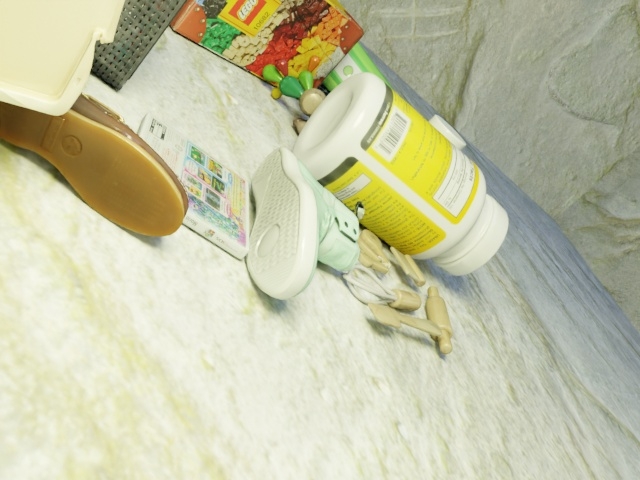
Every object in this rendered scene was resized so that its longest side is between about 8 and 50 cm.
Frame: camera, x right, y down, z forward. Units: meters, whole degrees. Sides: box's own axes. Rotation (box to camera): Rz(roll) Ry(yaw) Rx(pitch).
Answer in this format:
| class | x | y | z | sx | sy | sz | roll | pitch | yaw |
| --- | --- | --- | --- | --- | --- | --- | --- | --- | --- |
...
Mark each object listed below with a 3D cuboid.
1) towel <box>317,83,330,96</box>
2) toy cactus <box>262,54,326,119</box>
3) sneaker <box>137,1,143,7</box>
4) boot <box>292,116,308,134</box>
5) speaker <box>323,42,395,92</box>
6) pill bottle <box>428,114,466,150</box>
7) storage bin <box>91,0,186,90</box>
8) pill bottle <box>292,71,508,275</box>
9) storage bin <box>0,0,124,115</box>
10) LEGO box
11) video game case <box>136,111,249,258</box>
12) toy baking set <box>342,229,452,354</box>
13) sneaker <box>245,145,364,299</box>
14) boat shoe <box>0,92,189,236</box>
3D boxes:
| class | x | y | z | sx | sy | sz | roll | pitch | yaw |
| --- | --- | --- | --- | --- | --- | --- | --- | --- | --- |
| towel | -0.015 | -0.430 | 1.584 | 0.336 | 0.040 | 0.243 | 23 | 28 | -44 |
| toy cactus | -0.005 | -0.256 | 1.154 | 0.219 | 0.112 | 0.180 | 42 | 10 | -11 |
| sneaker | -0.333 | -0.442 | 0.938 | 0.292 | 0.110 | 0.118 | 32 | 12 | -42 |
| boot | 0.002 | -0.180 | 1.140 | 0.087 | 0.042 | 0.118 | 46 | 8 | 33 |
| speaker | 0.074 | -0.367 | 1.451 | 0.296 | 0.131 | 0.131 | 48 | 18 | -23 |
| pill bottle | 0.180 | -0.144 | 1.200 | 0.108 | 0.180 | 0.108 | 37 | 22 | -18 |
| storage bin | -0.206 | -0.275 | 0.722 | 0.084 | 0.180 | 0.122 | 34 | 23 | -24 |
| pill bottle | 0.133 | -0.090 | 1.000 | 0.333 | 0.188 | 0.188 | 36 | 22 | -23 |
| storage bin | -0.284 | -0.234 | 0.482 | 0.260 | 0.123 | 0.262 | 14 | 32 | -24 |
| LEGO box | -0.192 | -0.554 | 1.263 | 0.372 | 0.193 | 0.500 | 15 | 35 | -53 |
| video game case | -0.136 | -0.062 | 0.680 | 0.143 | 0.019 | 0.157 | 35 | 22 | -25 |
| toy baking set | 0.104 | 0.073 | 0.869 | 0.196 | 0.030 | 0.256 | 35 | 22 | -17 |
| sneaker | 0.000 | -0.001 | 0.714 | 0.151 | 0.094 | 0.256 | 38 | 22 | -25 |
| boat shoe | -0.194 | -0.086 | 0.536 | 0.207 | 0.073 | 0.073 | 39 | 23 | -14 |
